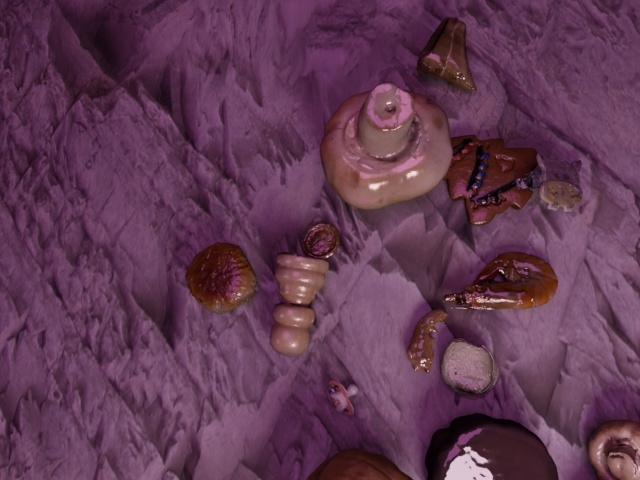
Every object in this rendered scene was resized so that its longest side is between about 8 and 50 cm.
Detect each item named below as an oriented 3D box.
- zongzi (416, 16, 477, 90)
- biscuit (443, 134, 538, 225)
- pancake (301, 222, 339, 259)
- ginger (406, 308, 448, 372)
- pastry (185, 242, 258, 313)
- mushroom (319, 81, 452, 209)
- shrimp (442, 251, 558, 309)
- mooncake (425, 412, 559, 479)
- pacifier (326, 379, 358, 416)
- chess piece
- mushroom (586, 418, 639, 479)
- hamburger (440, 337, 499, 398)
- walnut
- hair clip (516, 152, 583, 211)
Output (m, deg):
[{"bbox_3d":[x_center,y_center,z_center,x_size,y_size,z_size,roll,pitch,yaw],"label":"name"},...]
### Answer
[{"bbox_3d":[0.407,-0.548,1.398,0.197,0.099,0.194,29,79,6],"label":"zongzi"},{"bbox_3d":[0.436,-0.188,1.303,0.301,0.043,0.278,34,81,17],"label":"biscuit"},{"bbox_3d":[0.000,0.000,1.333,0.114,0.011,0.115,-3,70,8],"label":"pancake"},{"bbox_3d":[0.266,0.246,1.192,0.069,0.051,0.173,20,79,11],"label":"ginger"},{"bbox_3d":[-0.277,0.102,1.304,0.182,0.093,0.192,-33,71,1],"label":"pastry"},{"bbox_3d":[0.169,-0.236,1.243,0.353,0.353,0.325,18,107,14],"label":"mushroom"},{"bbox_3d":[0.450,0.103,1.199,0.287,0.063,0.152,-6,70,4],"label":"shrimp"},{"bbox_3d":[0.370,0.527,1.039,0.283,0.141,0.283,-1,81,4],"label":"mooncake"},{"bbox_3d":[0.059,0.385,1.182,0.078,0.081,0.099,-25,95,-32],"label":"pacifier"},{"bbox_3d":[-0.069,0.169,1.236,0.142,0.143,0.261,9,81,12],"label":"chess piece"},{"bbox_3d":[0.655,0.468,1.003,0.127,0.166,0.166,3,68,-32],"label":"mushroom"},{"bbox_3d":[0.360,0.313,1.149,0.140,0.062,0.133,28,78,19],"label":"hamburger"},{"bbox_3d":[0.082,0.593,1.005,0.285,0.285,0.296,43,120,18],"label":"walnut"},{"bbox_3d":[0.610,-0.149,1.237,0.187,0.056,0.146,3,82,-10],"label":"hair clip"}]
